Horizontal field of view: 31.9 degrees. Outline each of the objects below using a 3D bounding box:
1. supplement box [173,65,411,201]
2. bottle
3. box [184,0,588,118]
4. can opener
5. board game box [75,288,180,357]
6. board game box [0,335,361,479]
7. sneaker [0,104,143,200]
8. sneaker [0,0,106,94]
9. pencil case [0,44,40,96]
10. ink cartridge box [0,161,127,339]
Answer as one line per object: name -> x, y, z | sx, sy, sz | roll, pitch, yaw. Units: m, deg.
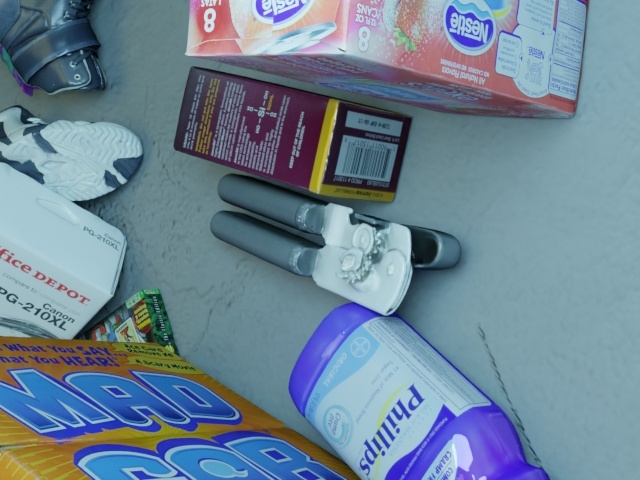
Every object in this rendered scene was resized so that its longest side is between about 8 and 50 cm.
supplement box -> -0.028, -0.095, 0.995 | 0.188, 0.104, 0.081 | 19, 99, 40
bottle -> 0.094, 0.169, 0.881 | 0.283, 0.092, 0.118 | 43, 113, 34
box -> 0.062, -0.179, 0.792 | 0.142, 0.300, 0.154 | 7, 93, 39
can opener -> 0.000, 0.000, 0.988 | 0.280, 0.093, 0.074 | 19, 98, 49
board game box -> -0.244, 0.169, 1.219 | 0.259, 0.030, 0.136 | -35, 68, 34
board game box -> -0.186, 0.311, 0.887 | 0.356, 0.356, 0.356 | 27, 98, 30
sneaker -> -0.306, -0.107, 1.247 | 0.234, 0.094, 0.153 | -17, 31, 10
sneaker -> -0.249, -0.254, 1.215 | 0.226, 0.086, 0.163 | -31, 90, 11
pencil case -> -0.364, -0.237, 1.322 | 0.151, 0.064, 0.070 | 41, 98, 35
ink cartridge box -> -0.347, 0.053, 1.208 | 0.237, 0.172, 0.100 | -43, 27, 30
